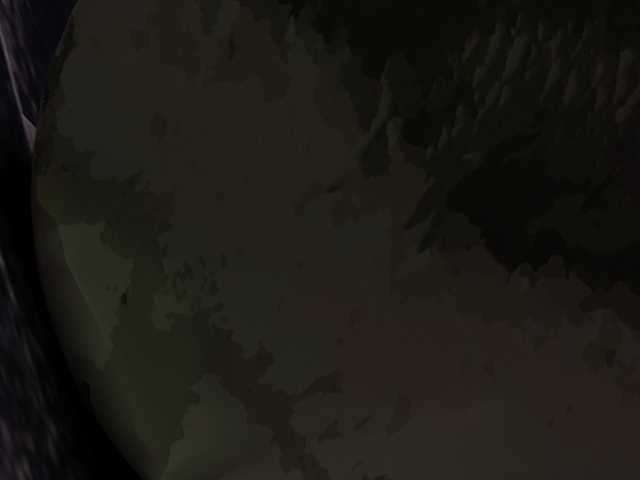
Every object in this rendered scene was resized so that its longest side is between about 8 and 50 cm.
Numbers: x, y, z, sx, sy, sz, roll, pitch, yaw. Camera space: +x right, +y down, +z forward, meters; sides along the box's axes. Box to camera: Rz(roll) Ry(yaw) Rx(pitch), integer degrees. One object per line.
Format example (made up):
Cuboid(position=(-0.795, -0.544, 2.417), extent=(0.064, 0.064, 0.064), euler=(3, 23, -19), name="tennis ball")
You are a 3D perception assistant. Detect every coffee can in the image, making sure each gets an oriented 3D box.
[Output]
Cuboid(position=(0.038, -0.015, 0.493), extent=(0.275, 0.201, 0.202), euler=(-34, 105, -86), name="coffee can")
